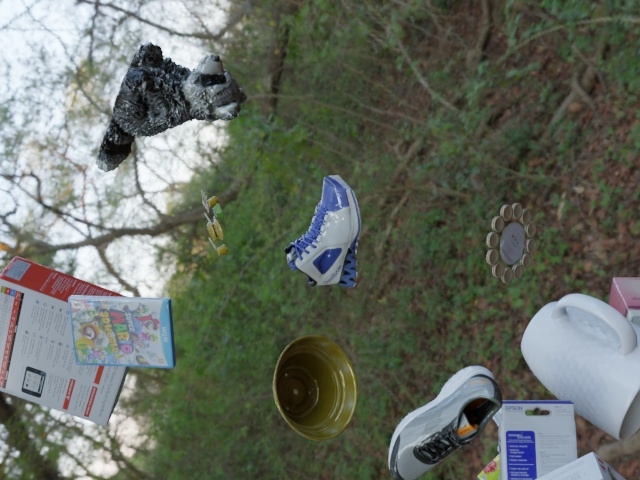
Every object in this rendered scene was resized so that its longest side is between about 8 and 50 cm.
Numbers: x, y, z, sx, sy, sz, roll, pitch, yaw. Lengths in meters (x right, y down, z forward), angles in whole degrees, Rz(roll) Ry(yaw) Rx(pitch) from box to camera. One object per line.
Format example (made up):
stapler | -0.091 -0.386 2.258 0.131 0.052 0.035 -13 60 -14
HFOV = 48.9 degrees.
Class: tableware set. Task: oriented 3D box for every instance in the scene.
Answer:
tableware set | -0.224 -0.032 1.536 0.104 0.024 0.154 50 151 42

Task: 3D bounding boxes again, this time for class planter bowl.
planter bowl | -0.031 0.315 1.489 0.090 0.217 0.217 -27 38 48

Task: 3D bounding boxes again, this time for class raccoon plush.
raccoon plush | -0.391 -0.326 1.891 0.446 0.299 0.216 -51 20 46

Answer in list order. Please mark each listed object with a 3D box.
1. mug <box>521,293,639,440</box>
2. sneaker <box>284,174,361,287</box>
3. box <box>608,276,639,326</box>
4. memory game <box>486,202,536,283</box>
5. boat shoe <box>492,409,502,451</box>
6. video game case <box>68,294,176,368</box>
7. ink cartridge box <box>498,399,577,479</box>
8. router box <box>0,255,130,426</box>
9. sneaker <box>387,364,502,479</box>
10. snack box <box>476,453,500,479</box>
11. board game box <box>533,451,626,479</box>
mug | 0.698 0.279 1.806 0.276 0.328 0.374 -39 -41 -20
sneaker | 0.000 0.001 1.837 0.127 0.182 0.315 -129 33 -57
box | 0.938 0.215 2.037 0.232 0.149 0.126 -72 -18 -64
memory game | 0.435 0.006 1.601 0.012 0.186 0.186 10 78 49
boat shoe | 0.506 0.569 1.756 0.320 0.103 0.118 66 -173 30
video game case | -0.320 0.148 1.138 0.015 0.166 0.119 -70 -20 -73
ink cartridge box | 0.486 0.521 1.569 0.065 0.165 0.332 48 -138 -81
router box | -0.565 0.231 1.544 0.082 0.301 0.335 -80 14 -57
sneaker | 0.227 0.351 1.305 0.271 0.100 0.108 -49 18 8
snack box | 0.577 0.664 1.995 0.207 0.174 0.070 -41 -24 -9
board game box | 0.434 0.462 1.120 0.193 0.305 0.053 -38 28 25
